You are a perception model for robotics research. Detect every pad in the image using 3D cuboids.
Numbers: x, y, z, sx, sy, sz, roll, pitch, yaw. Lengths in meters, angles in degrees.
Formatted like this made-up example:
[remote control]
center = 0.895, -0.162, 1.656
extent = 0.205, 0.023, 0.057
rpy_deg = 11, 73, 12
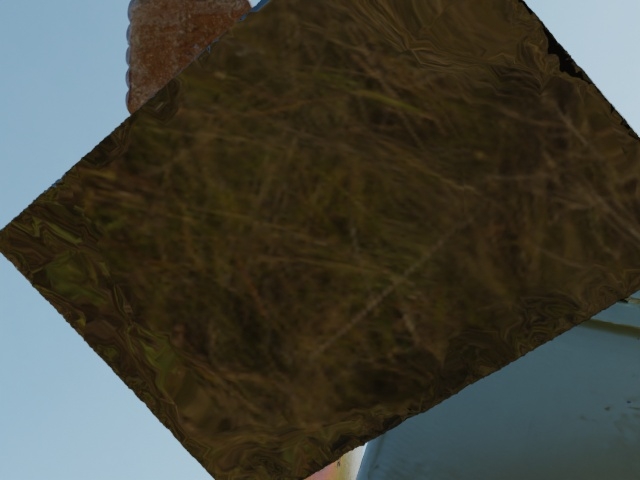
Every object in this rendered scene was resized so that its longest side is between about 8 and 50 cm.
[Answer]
[pad]
center = 0.000, 0.000, 0.763
extent = 0.367, 0.007, 0.247
rpy_deg = -36, -77, 32

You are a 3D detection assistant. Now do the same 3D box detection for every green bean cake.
[green bean cake]
center = -0.132, -0.185, 1.386
extent = 0.136, 0.135, 0.056
rpy_deg = 1, 0, 1

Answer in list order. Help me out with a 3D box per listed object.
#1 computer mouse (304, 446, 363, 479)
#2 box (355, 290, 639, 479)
[computer mouse]
center = -0.013, 0.215, 1.332
extent = 0.072, 0.310, 0.158
rpy_deg = 0, -32, 25
[box]
center = 0.196, 0.216, 0.975
extent = 0.352, 0.344, 0.177
rpy_deg = 10, -21, 28
